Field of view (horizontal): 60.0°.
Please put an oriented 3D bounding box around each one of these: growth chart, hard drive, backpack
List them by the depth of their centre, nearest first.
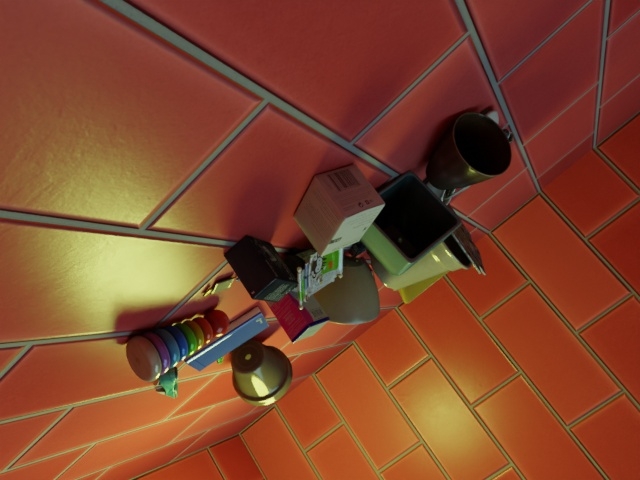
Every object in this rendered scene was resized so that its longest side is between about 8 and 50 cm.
[{"bbox_3d":[0.002,0.093,1.772,0.237,0.021,0.172,-33,130,-40],"label":"growth chart"},{"bbox_3d":[-0.054,0.097,1.827,0.182,0.115,0.152,-14,148,-53],"label":"backpack"},{"bbox_3d":[-0.349,0.374,2.084,0.318,0.040,0.210,-32,160,-10],"label":"hard drive"}]

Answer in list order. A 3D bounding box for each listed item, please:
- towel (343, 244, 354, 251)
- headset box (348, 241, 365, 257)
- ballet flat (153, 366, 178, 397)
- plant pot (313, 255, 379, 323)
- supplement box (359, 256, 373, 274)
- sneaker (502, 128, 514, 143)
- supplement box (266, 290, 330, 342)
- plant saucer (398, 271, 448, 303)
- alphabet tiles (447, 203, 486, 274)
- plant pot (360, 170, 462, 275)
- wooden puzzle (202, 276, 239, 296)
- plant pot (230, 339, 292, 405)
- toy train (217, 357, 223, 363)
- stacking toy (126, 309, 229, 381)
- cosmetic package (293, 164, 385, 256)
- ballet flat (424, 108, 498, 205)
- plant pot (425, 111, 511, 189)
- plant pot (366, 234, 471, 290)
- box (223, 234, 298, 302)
[{"bbox_3d":[0.130,-0.023,1.996,0.197,0.029,0.144,-43,162,20],"label":"towel"},{"bbox_3d":[0.145,0.026,2.052,0.062,0.032,0.083,-28,161,-29],"label":"headset box"},{"bbox_3d":[-0.564,0.517,2.023,0.087,0.083,0.247,-3,150,-16],"label":"ballet flat"},{"bbox_3d":[0.089,0.165,2.068,0.284,0.284,0.191,-14,114,-48],"label":"plant pot"},{"bbox_3d":[0.169,0.153,2.385,0.104,0.081,0.188,-35,161,-3],"label":"supplement box"},{"bbox_3d":[0.692,-0.367,2.079,0.086,0.064,0.192,-38,158,21],"label":"sneaker"},{"bbox_3d":[-0.090,0.221,1.895,0.111,0.220,0.114,-10,150,-50],"label":"supplement box"},{"bbox_3d":[0.422,0.058,2.367,0.333,0.333,0.081,-40,120,13],"label":"plant saucer"},{"bbox_3d":[0.551,-0.030,2.177,0.011,0.342,0.285,-30,-156,23],"label":"alphabet tiles"},{"bbox_3d":[0.266,-0.025,1.852,0.247,0.248,0.252,-36,164,-23],"label":"plant pot"},{"bbox_3d":[-0.294,0.134,1.661,0.116,0.014,0.078,-15,156,-46],"label":"wooden puzzle"},{"bbox_3d":[-0.268,0.534,2.334,0.263,0.263,0.229,-32,144,-10],"label":"plant pot"},{"bbox_3d":[-0.414,0.489,2.281,0.023,0.017,0.083,-16,155,-20],"label":"toy train"},{"bbox_3d":[-0.416,0.296,1.692,0.330,0.141,0.141,-25,159,-48],"label":"stacking toy"},{"bbox_3d":[0.048,-0.082,1.522,0.151,0.151,0.184,-21,156,-34],"label":"cosmetic package"},{"bbox_3d":[0.505,-0.266,1.903,0.139,0.139,0.400,-18,154,-42],"label":"ballet flat"},{"bbox_3d":[0.443,-0.254,1.758,0.215,0.215,0.230,-25,172,-30],"label":"plant pot"},{"bbox_3d":[0.358,0.029,2.130,0.305,0.334,0.334,-32,164,24],"label":"plant pot"},{"bbox_3d":[-0.162,0.082,1.544,0.093,0.156,0.158,-41,160,11],"label":"box"}]
